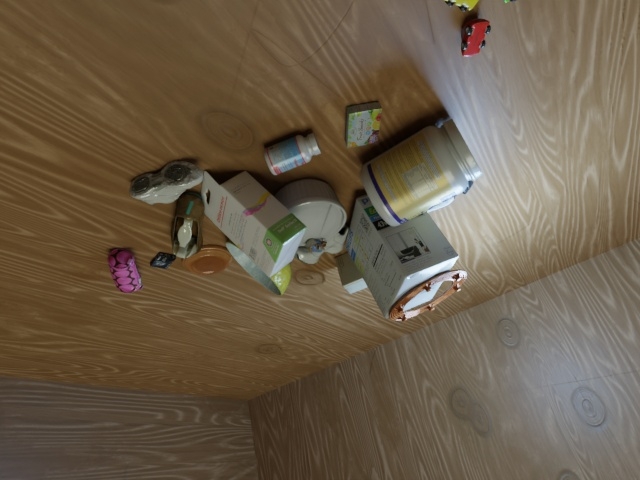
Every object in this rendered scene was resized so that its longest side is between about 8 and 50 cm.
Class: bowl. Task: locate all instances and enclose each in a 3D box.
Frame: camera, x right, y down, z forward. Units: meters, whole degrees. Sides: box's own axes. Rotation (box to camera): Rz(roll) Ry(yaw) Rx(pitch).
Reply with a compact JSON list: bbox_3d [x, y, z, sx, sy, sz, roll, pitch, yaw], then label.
[{"bbox_3d":[-0.204,0.057,1.683,0.156,0.289,0.289,-47,155,-19],"label":"bowl"}]

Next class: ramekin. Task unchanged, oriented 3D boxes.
[{"bbox_3d":[-0.051,-0.103,1.564,0.273,0.127,0.273,-11,148,-7],"label":"ramekin"}]

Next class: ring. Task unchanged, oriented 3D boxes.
[{"bbox_3d":[0.415,0.221,1.684,0.336,0.032,0.336,-21,150,-13],"label":"ring"}]

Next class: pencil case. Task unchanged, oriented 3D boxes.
[{"bbox_3d":[-0.730,0.118,1.658,0.098,0.095,0.209,24,147,4],"label":"pencil case"}]

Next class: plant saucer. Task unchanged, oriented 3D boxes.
[{"bbox_3d":[-0.454,0.087,1.778,0.200,0.037,0.200,-11,148,-7],"label":"plant saucer"}]

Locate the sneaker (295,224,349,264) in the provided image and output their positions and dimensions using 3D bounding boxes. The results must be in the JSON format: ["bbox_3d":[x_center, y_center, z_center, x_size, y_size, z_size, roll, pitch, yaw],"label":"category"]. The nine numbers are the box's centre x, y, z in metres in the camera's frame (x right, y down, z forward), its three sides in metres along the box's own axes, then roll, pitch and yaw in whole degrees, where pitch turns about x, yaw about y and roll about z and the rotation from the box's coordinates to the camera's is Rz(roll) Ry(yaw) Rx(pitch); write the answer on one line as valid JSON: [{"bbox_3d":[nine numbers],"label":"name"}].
[{"bbox_3d":[0.000,0.000,1.736,0.297,0.111,0.129,-25,149,-48],"label":"sneaker"}]

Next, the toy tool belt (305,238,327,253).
[{"bbox_3d":[-0.011,0.027,1.615,0.083,0.051,0.052,2,145,-29],"label":"toy tool belt"}]

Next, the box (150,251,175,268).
[{"bbox_3d":[-0.612,0.078,1.713,0.067,0.018,0.083,17,137,-42],"label":"box"}]

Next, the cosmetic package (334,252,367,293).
[{"bbox_3d":[0.237,0.104,1.990,0.309,0.160,0.113,-24,147,13],"label":"cosmetic package"}]

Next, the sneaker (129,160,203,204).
[{"bbox_3d":[-0.451,-0.168,1.343,0.232,0.090,0.115,-12,156,12],"label":"sneaker"}]

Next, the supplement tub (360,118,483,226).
[{"bbox_3d":[0.324,-0.218,1.433,0.331,0.241,0.241,-28,146,22],"label":"supplement tub"}]

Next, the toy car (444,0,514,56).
[{"bbox_3d":[0.416,-0.589,1.065,0.225,0.053,0.239,-28,147,20],"label":"toy car"}]

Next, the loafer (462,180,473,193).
[{"bbox_3d":[0.540,-0.243,1.676,0.061,0.062,0.170,-44,148,4],"label":"loafer"}]

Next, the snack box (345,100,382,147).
[{"bbox_3d":[0.127,-0.348,1.336,0.100,0.037,0.141,-11,149,-5],"label":"snack box"}]

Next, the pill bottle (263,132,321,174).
[{"bbox_3d":[-0.084,-0.264,1.331,0.160,0.087,0.087,-20,148,8],"label":"pill bottle"}]

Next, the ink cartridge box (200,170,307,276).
[{"bbox_3d":[-0.228,-0.075,1.431,0.119,0.353,0.207,-38,165,-37],"label":"ink cartridge box"}]

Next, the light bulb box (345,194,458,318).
[{"bbox_3d":[0.287,0.042,1.693,0.225,0.361,0.358,-19,151,-17],"label":"light bulb box"}]

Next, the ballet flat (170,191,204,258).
[{"bbox_3d":[-0.461,-0.017,1.518,0.116,0.124,0.342,15,142,-13],"label":"ballet flat"}]

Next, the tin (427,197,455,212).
[{"bbox_3d":[0.451,-0.159,1.783,0.189,0.040,0.106,-19,144,6],"label":"tin"}]
